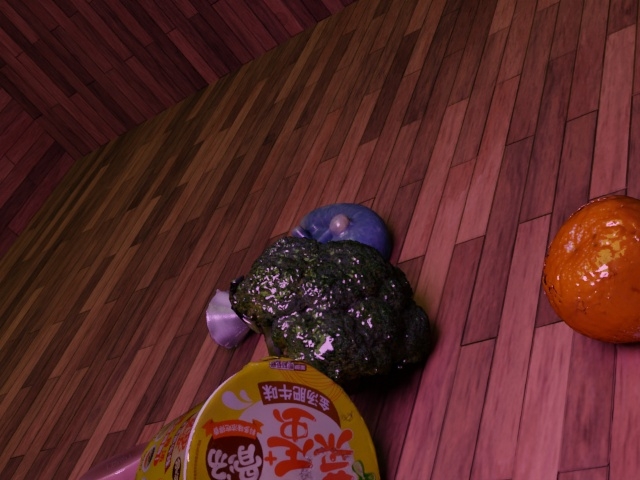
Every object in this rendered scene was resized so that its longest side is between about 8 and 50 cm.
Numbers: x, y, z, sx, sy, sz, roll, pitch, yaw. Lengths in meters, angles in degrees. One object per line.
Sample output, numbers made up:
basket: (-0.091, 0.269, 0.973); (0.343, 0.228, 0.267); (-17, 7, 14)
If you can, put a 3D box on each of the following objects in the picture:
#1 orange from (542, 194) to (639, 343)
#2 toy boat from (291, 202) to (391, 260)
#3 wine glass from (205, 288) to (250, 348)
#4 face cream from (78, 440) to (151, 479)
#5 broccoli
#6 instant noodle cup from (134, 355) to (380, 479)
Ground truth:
orange: (0.380, 0.039, 1.109); (0.193, 0.161, 0.193); (-41, 29, 28)
toy boat: (0.000, 0.000, 1.715); (0.215, 0.123, 0.330); (-43, 24, -18)
wine glass: (-0.121, 0.141, 1.687); (0.183, 0.122, 0.122); (-14, 36, 40)
face cream: (-0.317, 0.416, 1.470); (0.149, 0.104, 0.149); (-24, 3, 1)
broccoli: (0.020, 0.137, 1.359); (0.304, 0.321, 0.283); (53, 130, 49)
instant noodle cup: (-0.101, 0.328, 1.187); (0.221, 0.311, 0.311); (-25, 29, 48)
